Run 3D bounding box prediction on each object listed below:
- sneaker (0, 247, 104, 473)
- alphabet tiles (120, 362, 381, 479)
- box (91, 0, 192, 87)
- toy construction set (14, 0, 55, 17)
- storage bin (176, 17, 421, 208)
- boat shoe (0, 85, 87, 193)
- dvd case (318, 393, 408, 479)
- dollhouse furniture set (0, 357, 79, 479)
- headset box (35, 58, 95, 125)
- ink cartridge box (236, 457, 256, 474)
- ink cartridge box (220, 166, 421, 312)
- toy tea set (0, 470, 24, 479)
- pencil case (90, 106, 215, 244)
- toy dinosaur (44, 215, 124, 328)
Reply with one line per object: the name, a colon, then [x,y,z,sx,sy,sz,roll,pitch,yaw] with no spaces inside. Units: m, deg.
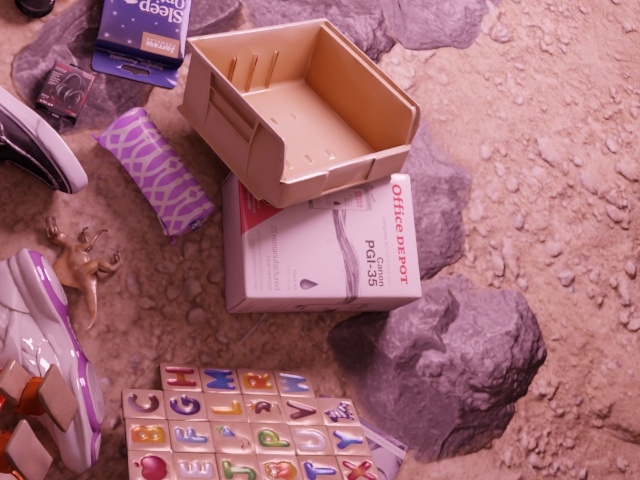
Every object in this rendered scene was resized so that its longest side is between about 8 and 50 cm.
sneaker: [-0.385,0.171,1.161,0.152,0.114,0.305,-21,85,-7]
alphabet tiles: [-0.093,0.270,1.186,0.342,0.011,0.285,6,33,-20]
box: [-0.272,-0.358,1.366,0.136,0.036,0.225,10,74,-19]
toy construction set: [-0.499,-0.447,1.185,0.257,0.237,0.309,-43,94,-25]
storage bin: [-0.031,-0.192,1.289,0.262,0.123,0.260,-19,54,-37]
boat shoe: [-0.458,-0.154,1.199,0.301,0.108,0.102,42,65,-4]
dvd case: [0.019,0.366,1.305,0.164,0.018,0.221,34,66,-11]
dollhouse furniture set: [-0.444,0.255,1.019,0.262,0.135,0.259,4,48,16]
headset box: [-0.375,-0.222,1.290,0.062,0.032,0.083,24,70,-15]
ink cartridge box: [-0.100,0.480,1.130,0.307,0.129,0.223,57,41,0]
ink cartridge box: [0.000,0.000,1.337,0.283,0.117,0.207,1,76,-21]
toy tea set: [-0.355,0.415,1.082,0.336,0.124,0.200,31,67,-12]
pencil case: [-0.241,-0.096,1.287,0.088,0.086,0.206,-35,90,-2]
toy dinosaur: [-0.326,0.042,1.232,0.093,0.053,0.183,-24,69,-19]
